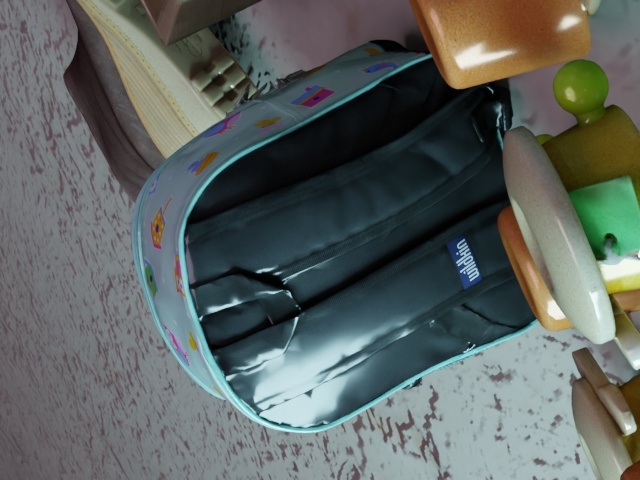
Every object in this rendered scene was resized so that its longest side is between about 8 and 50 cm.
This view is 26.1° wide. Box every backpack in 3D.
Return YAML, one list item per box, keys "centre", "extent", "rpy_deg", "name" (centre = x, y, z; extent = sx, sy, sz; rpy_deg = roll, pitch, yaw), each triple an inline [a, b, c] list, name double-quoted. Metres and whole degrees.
- centre: [0.000, 0.000, 0.692]
  extent: [0.144, 0.188, 0.166]
  rpy_deg: [15, 131, 55]
  name: "backpack"

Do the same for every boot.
- centre: [-0.146, -0.139, 0.913]
  extent: [0.248, 0.090, 0.207]
  rpy_deg: [58, 152, -6]
  name: "boot"

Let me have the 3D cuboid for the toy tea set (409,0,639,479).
- centre: [0.150, 0.007, 0.567]
  extent: [0.200, 0.124, 0.336]
  rpy_deg: [-106, -7, -69]
  name: "toy tea set"

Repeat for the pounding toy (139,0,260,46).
- centre: [-0.070, -0.212, 0.664]
  extent: [0.181, 0.094, 0.206]
  rpy_deg: [62, 169, -2]
  name: "pounding toy"
